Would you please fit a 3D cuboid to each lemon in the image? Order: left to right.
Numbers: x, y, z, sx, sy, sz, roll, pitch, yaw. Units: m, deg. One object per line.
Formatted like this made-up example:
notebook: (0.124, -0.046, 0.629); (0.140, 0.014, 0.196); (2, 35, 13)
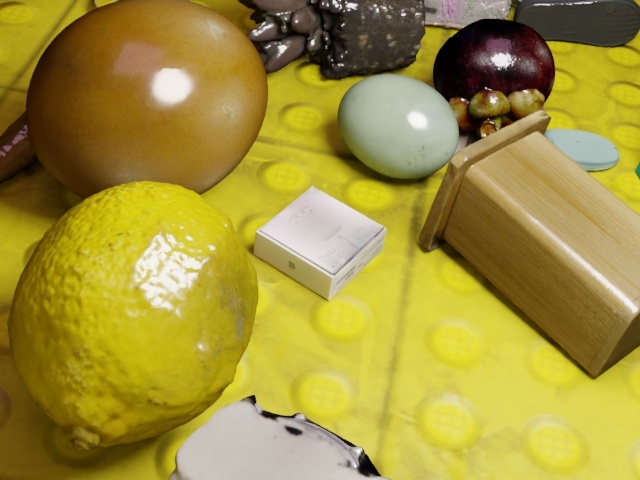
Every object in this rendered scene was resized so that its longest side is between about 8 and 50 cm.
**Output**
lemon: (-0.204, 0.079, 1.075); (0.268, 0.268, 0.321); (11, 40, 2)

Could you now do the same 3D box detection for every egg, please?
egg: (-0.227, -0.187, 1.335); (0.283, 0.282, 0.351); (38, 41, 27)
egg: (0.115, -0.172, 1.470); (0.192, 0.149, 0.149); (30, 47, 18)

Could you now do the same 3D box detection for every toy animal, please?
toy animal: (-0.038, 0.276, 0.977); (0.208, 0.156, 0.204); (24, 47, 26)

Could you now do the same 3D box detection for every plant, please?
plant: (0.007, -0.379, 1.640); (0.321, 0.194, 0.181); (-1, 41, -14)

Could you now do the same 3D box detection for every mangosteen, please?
mangosteen: (0.277, -0.243, 1.560); (0.194, 0.194, 0.230); (2, 63, -7)

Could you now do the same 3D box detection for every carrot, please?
carrot: (-0.448, -0.118, 1.385); (0.078, 0.078, 0.298); (28, 50, 19)

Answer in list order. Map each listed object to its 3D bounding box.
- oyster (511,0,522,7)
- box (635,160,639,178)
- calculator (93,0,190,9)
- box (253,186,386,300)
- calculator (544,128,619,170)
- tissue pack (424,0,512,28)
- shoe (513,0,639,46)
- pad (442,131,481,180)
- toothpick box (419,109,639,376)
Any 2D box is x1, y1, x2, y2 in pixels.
oyster: (0.383, -0.459, 1.890); (0.098, 0.037, 0.100); (12, 27, 0)
box: (0.626, -0.162, 1.537); (0.227, 0.160, 0.042); (-4, 45, -14)
calculator: (-0.312, -0.408, 1.732); (0.235, 0.032, 0.146); (28, 46, 17)
box: (0.000, 0.000, 1.344); (0.129, 0.051, 0.130); (30, 46, 22)
calculator: (0.409, -0.147, 1.583); (0.153, 0.021, 0.095); (4, 43, -13)
tissue pack: (0.238, -0.508, 1.864); (0.215, 0.123, 0.256); (6, 44, -6)
shoe: (0.478, -0.431, 1.834); (0.241, 0.108, 0.093); (1, 47, -4)
pad: (0.279, -0.084, 1.513); (0.176, 0.002, 0.266); (17, 44, 8)
toothpick box: (0.316, 0.007, 1.302); (0.188, 0.190, 0.308); (-27, 60, -31)
